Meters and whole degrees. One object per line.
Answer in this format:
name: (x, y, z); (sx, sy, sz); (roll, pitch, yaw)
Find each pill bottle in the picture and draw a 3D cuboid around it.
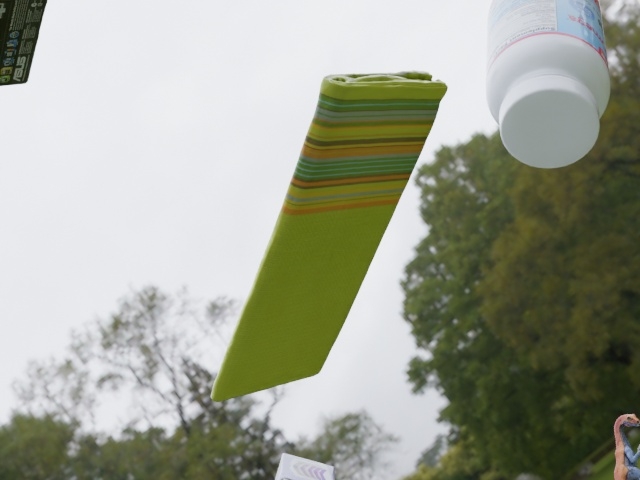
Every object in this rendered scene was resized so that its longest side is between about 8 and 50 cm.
pill bottle: (0.164, -0.126, 0.747); (0.087, 0.087, 0.160); (-51, 19, 39)

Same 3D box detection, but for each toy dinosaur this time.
toy dinosaur: (0.295, 0.210, 0.981); (0.090, 0.082, 0.047); (-17, -22, -25)

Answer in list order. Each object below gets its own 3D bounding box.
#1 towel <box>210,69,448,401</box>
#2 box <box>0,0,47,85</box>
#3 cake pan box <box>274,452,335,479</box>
towel: (0.000, 0.000, 0.657); (0.102, 0.021, 0.237); (-7, -51, -44)
box: (-0.356, -0.215, 0.972); (0.184, 0.045, 0.191); (-10, -29, -31)
cake pan box: (-0.045, 0.369, 0.999); (0.246, 0.070, 0.267); (-93, 19, -77)
